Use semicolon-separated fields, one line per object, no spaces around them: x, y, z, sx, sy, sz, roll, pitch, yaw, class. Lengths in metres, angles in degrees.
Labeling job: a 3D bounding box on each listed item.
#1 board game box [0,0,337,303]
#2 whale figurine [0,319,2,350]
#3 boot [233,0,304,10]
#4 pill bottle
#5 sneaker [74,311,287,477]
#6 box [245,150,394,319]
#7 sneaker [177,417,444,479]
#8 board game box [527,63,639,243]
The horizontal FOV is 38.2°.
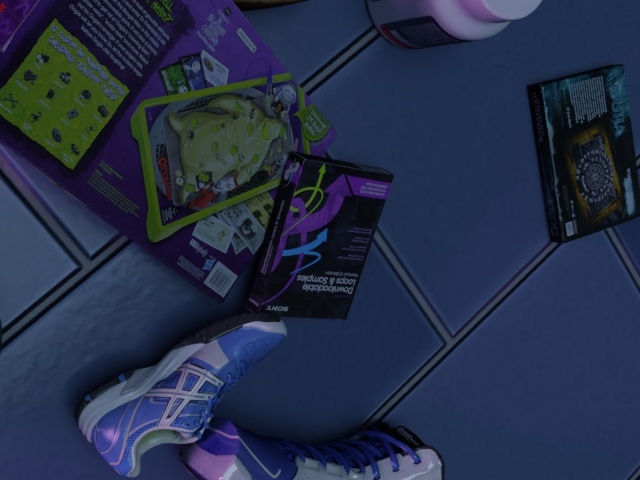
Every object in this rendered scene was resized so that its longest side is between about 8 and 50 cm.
-0.126;-0.104;0.774;0.208;0.056;0.347;-52;143;-7;board game box
-0.382;0.063;0.708;0.272;0.141;0.216;29;85;-25;whale figurine
-0.121;-0.306;0.813;0.262;0.095;0.203;-3;96;-22;boot
0.130;-0.243;0.887;0.108;0.180;0.108;-4;99;-25;pill bottle
-0.118;0.141;0.864;0.211;0.080;0.081;-32;67;-10;sneaker
0.000;0.000;0.911;0.116;0.029;0.162;6;109;-39;box
0.016;0.244;0.940;0.315;0.127;0.182;46;73;-30;sneaker
0.311;-0.102;1.076;0.126;0.026;0.186;-16;103;-23;board game box
